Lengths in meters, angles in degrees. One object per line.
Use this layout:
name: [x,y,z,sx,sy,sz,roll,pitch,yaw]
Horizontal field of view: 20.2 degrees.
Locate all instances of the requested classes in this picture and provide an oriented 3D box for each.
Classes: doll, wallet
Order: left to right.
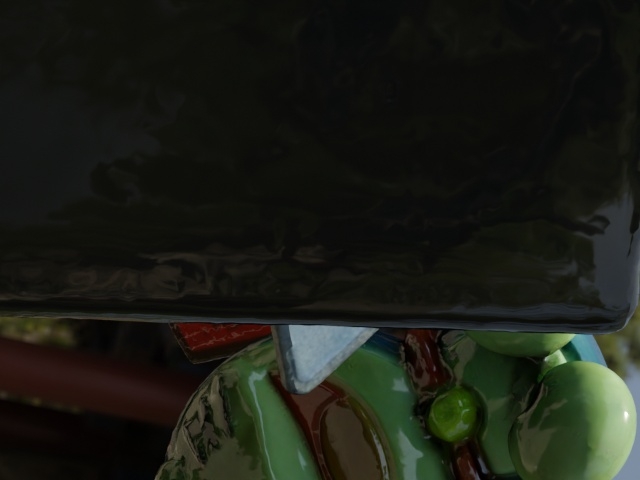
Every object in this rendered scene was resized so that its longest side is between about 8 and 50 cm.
wallet: [-0.077,-0.079,0.661,0.062,0.406,0.228,-93,-175,-73]
doll: [0.040,0.134,1.043,0.322,0.186,0.198,-22,-109,19]

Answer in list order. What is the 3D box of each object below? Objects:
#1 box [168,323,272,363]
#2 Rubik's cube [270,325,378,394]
box: [0.000,-0.001,1.406,0.153,0.074,0.240,-10,-158,38]
Rubik's cube: [0.025,-0.105,0.912,0.228,0.229,0.233,-34,168,-44]
